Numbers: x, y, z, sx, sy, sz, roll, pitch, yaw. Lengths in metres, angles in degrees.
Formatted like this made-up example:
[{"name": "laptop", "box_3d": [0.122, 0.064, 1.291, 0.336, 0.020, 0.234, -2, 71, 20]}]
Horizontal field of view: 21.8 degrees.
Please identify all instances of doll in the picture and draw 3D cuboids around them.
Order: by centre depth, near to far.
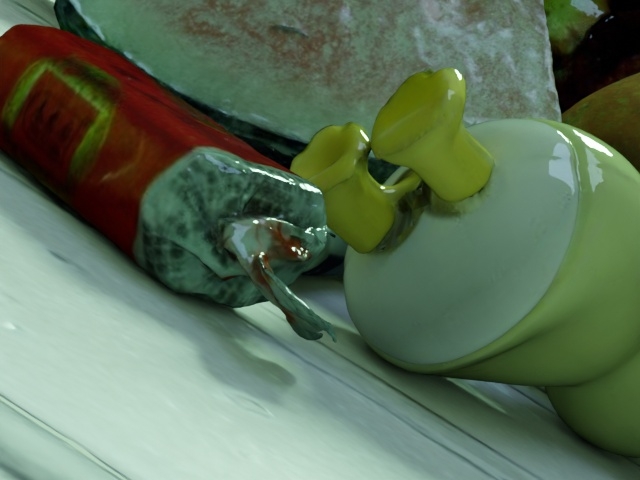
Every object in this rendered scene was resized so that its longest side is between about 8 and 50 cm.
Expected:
[{"name": "doll", "box_3d": [0.111, 0.024, 0.764, 0.296, 0.141, 0.117, 29, 38, -45]}]

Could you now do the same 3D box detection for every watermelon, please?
[{"name": "watermelon", "box_3d": [0.047, -0.110, 0.965, 0.250, 0.292, 0.283, 52, 5, 4]}]

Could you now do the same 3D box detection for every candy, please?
[{"name": "candy", "box_3d": [-0.076, -0.034, 0.685, 0.292, 0.059, 0.086, 35, 11, 40]}]

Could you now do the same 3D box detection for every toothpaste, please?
[{"name": "toothpaste", "box_3d": [0.000, 0.000, 0.834, 0.062, 0.037, 0.216, 26, 2, 10]}]

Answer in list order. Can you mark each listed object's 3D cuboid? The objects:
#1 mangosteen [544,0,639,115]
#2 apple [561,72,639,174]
[{"name": "mangosteen", "box_3d": [0.241, -0.090, 1.308, 0.311, 0.311, 0.311, 30, 8, -4]}, {"name": "apple", "box_3d": [0.225, 0.008, 0.926, 0.237, 0.237, 0.207, 27, 16, -25]}]
